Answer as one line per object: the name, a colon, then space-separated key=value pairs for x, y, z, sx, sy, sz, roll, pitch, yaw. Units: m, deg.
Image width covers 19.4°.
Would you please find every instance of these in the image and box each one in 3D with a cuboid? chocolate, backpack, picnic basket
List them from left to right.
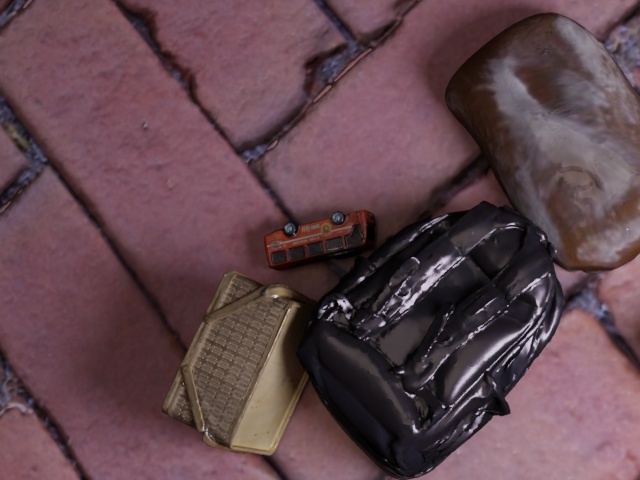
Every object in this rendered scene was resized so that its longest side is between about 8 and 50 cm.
picnic basket: x=-0.067 y=0.116 z=1.759 sx=0.079 sy=0.115 sz=0.164 roll=25 pitch=88 yaw=24
backpack: x=0.105 y=0.079 z=1.697 sx=0.258 sy=0.133 sz=0.206 roll=-44 pitch=68 yaw=0
chocolate: x=0.220 y=-0.096 z=1.708 sx=0.157 sy=0.080 sz=0.254 roll=-36 pitch=66 yaw=11

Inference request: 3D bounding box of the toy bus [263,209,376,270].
toy bus: x=0.000 y=0.000 z=1.806 sx=0.110 sy=0.031 sz=0.043 roll=-13 pitch=75 yaw=21
